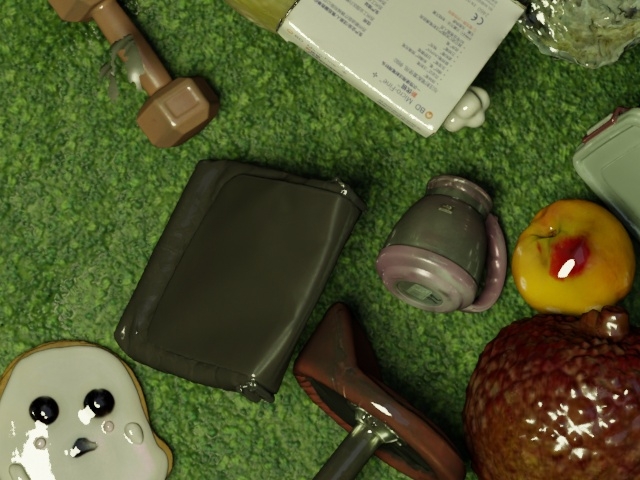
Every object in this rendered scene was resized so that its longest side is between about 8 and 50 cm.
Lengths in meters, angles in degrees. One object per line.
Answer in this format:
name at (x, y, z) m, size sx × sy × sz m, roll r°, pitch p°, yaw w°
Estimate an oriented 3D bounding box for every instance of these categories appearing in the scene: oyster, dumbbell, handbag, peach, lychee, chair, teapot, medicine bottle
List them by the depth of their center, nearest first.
chair at (-0.014, 0.272, 1.549) m, size 0.226 × 0.226 × 0.401 m, roll 39°, pitch 76°, yaw -3°
medicine bottle at (0.083, -0.229, 1.566) m, size 0.201 × 0.052 × 0.171 m, roll 35°, pitch 87°, yaw -4°
handbag at (-0.080, 0.039, 1.593) m, size 0.080 × 0.223 × 0.247 m, roll 40°, pitch 70°, yaw -48°
lychee at (0.280, 0.192, 1.613) m, size 0.260 × 0.260 × 0.261 m, roll 2°, pitch 81°, yaw -11°
dumbbell at (-0.206, -0.210, 1.661) m, size 0.092 × 0.082 × 0.231 m, roll -35°, pitch 89°, yaw -15°
teapot at (0.149, 0.005, 1.685) m, size 0.148 × 0.116 × 0.146 m, roll 25°, pitch 67°, yaw -2°
peach at (0.286, 0.027, 1.701) m, size 0.138 × 0.138 × 0.138 m, roll 2°, pitch 81°, yaw -11°
oyster at (0.343, -0.323, 1.769) m, size 0.198 × 0.112 × 0.268 m, roll 36°, pitch 83°, yaw -6°

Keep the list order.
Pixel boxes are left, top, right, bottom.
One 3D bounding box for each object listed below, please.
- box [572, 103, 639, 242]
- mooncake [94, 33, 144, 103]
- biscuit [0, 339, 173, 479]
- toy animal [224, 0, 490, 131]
box at (0.453, -0.065, 1.722) m, size 0.167 × 0.193 × 0.294 m, roll -43°, pitch 91°, yaw -23°
mooncake at (-0.353, -0.203, 1.618) m, size 0.346 × 0.057 × 0.150 m, roll -7°, pitch 86°, yaw 7°
biscuit at (-0.260, 0.207, 1.603) m, size 0.181 × 0.049 × 0.208 m, roll -21°, pitch 87°, yaw -14°
toy animal at (0.047, -0.271, 1.679) m, size 0.363 × 0.181 × 0.180 m, roll 32°, pitch 85°, yaw -4°
